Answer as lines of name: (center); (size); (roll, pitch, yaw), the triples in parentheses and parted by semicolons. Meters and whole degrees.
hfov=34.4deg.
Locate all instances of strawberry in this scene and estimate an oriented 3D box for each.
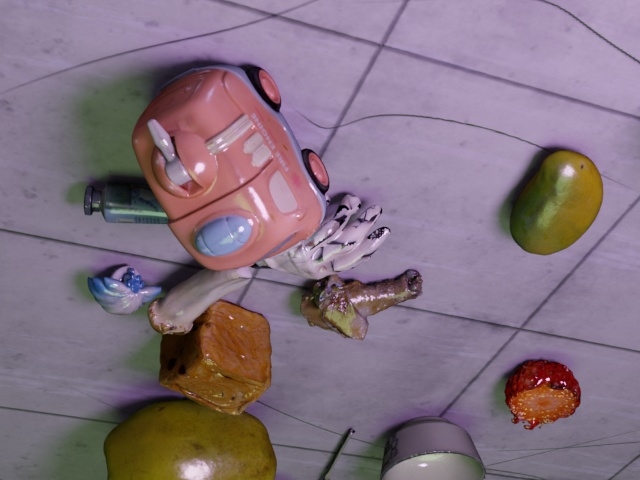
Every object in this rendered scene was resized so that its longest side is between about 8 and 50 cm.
strawberry: (0.408, 0.278, 1.907); (0.145, 0.086, 0.145); (-4, 139, -4)

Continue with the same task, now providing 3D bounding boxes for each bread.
bread: (-0.170, 0.192, 1.704); (0.158, 0.143, 0.149); (22, 133, -24)

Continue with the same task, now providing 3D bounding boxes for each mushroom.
mushroom: (-0.183, 0.082, 1.584); (0.084, 0.071, 0.209); (5, 150, -47)

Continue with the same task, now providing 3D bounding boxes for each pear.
pear: (-0.241, 0.411, 1.883); (0.307, 0.253, 0.253); (-7, 141, -16)

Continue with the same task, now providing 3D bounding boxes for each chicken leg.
chicken leg: (0.066, 0.102, 1.672); (0.196, 0.080, 0.125); (2, 127, -10)

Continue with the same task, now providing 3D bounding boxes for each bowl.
bowl: (0.214, 0.423, 2.039); (0.211, 0.112, 0.211); (-4, 140, -3)

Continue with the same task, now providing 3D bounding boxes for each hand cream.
hand cream: (-0.197, -0.048, 1.470); (0.271, 0.091, 0.058); (4, 107, -6)

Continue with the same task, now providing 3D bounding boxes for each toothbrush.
toothbrush: (0.021, 0.468, 2.140); (0.028, 0.026, 0.294); (22, 136, -7)

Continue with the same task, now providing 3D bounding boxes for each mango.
mango: (0.351, -0.051, 1.511); (0.122, 0.085, 0.191); (12, 138, -14)

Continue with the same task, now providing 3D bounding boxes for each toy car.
toy car: (-0.122, -0.078, 1.294); (0.180, 0.212, 0.270); (-25, 106, 22)

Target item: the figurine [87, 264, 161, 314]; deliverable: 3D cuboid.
figurine: (-0.314, 0.077, 1.612); (0.114, 0.079, 0.114); (0, 177, 0)

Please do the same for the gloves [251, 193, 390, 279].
gloves: (-0.004, 0.004, 1.517); (0.212, 0.111, 0.127); (-1, 126, 26)
